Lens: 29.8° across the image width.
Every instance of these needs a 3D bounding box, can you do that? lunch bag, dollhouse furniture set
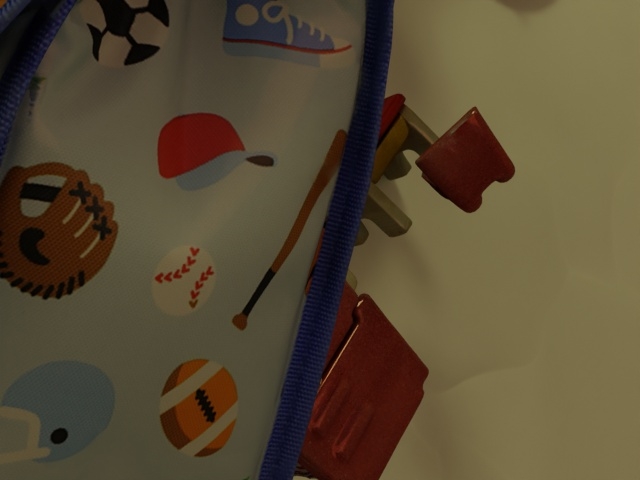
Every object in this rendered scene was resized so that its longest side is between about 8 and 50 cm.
[{"bbox_3d":[-0.149,-0.046,0.589,0.239,0.328,0.385,11,101,-41],"label":"lunch bag"},{"bbox_3d":[0.000,0.000,0.869,0.152,0.201,0.374,48,54,-22],"label":"dollhouse furniture set"}]
